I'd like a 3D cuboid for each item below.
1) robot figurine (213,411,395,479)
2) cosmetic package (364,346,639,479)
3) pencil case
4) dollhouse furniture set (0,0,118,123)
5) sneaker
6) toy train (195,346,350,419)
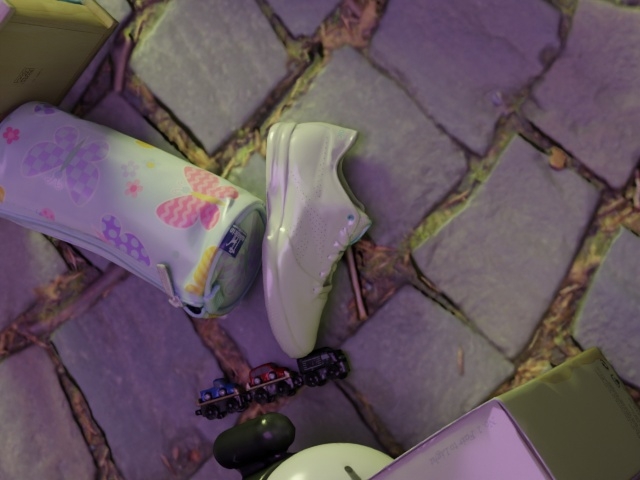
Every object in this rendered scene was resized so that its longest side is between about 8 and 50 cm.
[{"bbox_3d":[-0.017,0.271,1.576,0.209,0.278,0.173,32,61,-13],"label":"robot figurine"},{"bbox_3d":[0.151,0.185,1.468,0.160,0.309,0.113,-35,80,19],"label":"cosmetic package"},{"bbox_3d":[-0.179,-0.029,1.696,0.273,0.113,0.124,26,79,20],"label":"pencil case"},{"bbox_3d":[-0.401,-0.214,1.734,0.303,0.198,0.286,43,106,15],"label":"dollhouse furniture set"},{"bbox_3d":[0.000,0.000,1.652,0.094,0.080,0.212,0,91,10],"label":"sneaker"},{"bbox_3d":[-0.047,0.129,1.697,0.158,0.027,0.036,-20,81,21],"label":"toy train"}]
